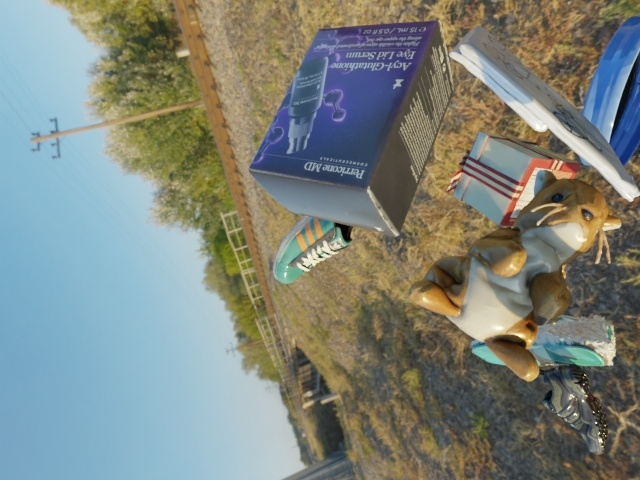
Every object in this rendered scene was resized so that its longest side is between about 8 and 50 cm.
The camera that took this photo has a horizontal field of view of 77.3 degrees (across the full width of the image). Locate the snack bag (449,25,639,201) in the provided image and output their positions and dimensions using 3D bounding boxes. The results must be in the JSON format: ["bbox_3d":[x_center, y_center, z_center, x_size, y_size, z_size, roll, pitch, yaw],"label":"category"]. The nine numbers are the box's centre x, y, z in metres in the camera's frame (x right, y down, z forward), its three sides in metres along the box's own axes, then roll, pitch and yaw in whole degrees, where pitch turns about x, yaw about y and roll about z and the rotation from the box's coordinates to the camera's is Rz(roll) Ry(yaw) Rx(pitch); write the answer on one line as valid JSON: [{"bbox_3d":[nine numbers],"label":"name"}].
[{"bbox_3d":[0.372,-0.236,0.681,0.343,0.323,0.037,39,128,-3],"label":"snack bag"}]

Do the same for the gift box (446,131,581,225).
[{"bbox_3d":[0.586,-0.184,1.278,0.258,0.255,0.276,56,134,50],"label":"gift box"}]

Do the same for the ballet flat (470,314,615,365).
[{"bbox_3d":[0.614,0.279,1.121,0.409,0.147,0.146,-26,84,61],"label":"ballet flat"}]

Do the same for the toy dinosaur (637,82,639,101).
[{"bbox_3d":[0.884,-0.354,1.048,0.064,0.268,0.118,-8,73,48],"label":"toy dinosaur"}]

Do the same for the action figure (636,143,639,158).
[{"bbox_3d":[1.115,-0.333,1.300,0.140,0.164,0.275,93,-172,-50],"label":"action figure"}]

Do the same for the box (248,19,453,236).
[{"bbox_3d":[0.042,-0.127,0.456,0.153,0.206,0.108,13,163,31],"label":"box"}]

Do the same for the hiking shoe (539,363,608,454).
[{"bbox_3d":[0.618,0.410,0.986,0.114,0.086,0.226,-22,89,47],"label":"hiking shoe"}]

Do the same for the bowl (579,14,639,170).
[{"bbox_3d":[0.778,-0.366,1.022,0.077,0.391,0.390,26,140,43],"label":"bowl"}]

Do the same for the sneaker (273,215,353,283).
[{"bbox_3d":[0.000,0.000,1.016,0.121,0.302,0.108,39,-177,36],"label":"sneaker"}]

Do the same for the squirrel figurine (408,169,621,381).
[{"bbox_3d":[0.431,0.036,0.873,0.281,0.370,0.397,37,-167,16],"label":"squirrel figurine"}]
